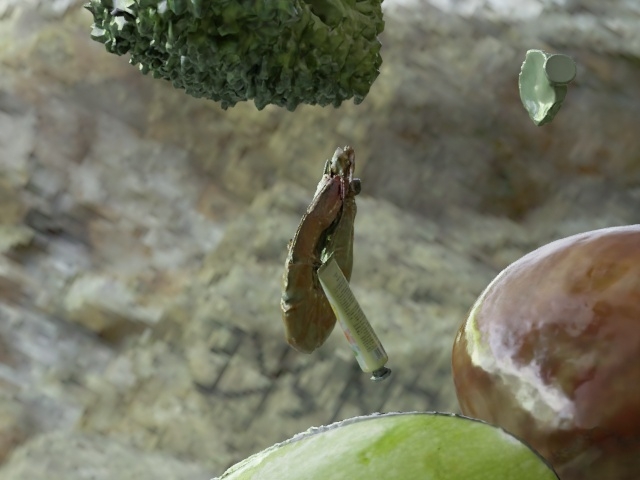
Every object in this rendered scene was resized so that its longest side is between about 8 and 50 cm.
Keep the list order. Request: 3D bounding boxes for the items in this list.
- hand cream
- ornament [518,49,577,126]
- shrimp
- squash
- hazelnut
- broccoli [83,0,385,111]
[{"bbox_3d":[0.024,0.059,1.270,0.102,0.022,0.035,62,-148,-14],"label":"hand cream"},{"bbox_3d":[0.202,-0.139,1.535,0.041,0.068,0.092,-4,-170,-8],"label":"ornament"},{"bbox_3d":[0.001,0.000,2.122,0.062,0.294,0.154,-1,148,20],"label":"shrimp"},{"bbox_3d":[0.032,0.251,1.305,0.233,0.309,0.210,55,172,-8],"label":"squash"},{"bbox_3d":[0.316,0.156,1.735,0.366,0.366,0.366,29,-167,-7],"label":"hazelnut"},{"bbox_3d":[-0.015,-0.285,1.364,0.275,0.397,0.353,23,169,-26],"label":"broccoli"}]
